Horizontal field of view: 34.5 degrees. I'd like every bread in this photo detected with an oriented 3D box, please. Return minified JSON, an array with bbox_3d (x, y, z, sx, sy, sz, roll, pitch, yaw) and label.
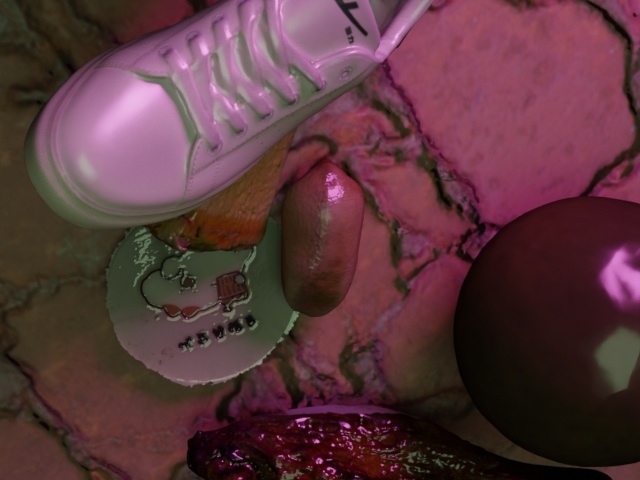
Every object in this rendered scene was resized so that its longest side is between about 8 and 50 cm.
[{"bbox_3d":[-0.098,-0.064,0.914,0.152,0.127,0.147,12,102,-51],"label":"bread"}]

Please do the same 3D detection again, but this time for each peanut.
[{"bbox_3d":[0.000,0.000,0.952,0.076,0.076,0.152,3,106,-10],"label":"peanut"}]

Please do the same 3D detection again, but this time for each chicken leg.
[{"bbox_3d":[0.074,0.212,0.985,0.406,0.158,0.096,5,92,6],"label":"chicken leg"}]

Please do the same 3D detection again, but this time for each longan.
[{"bbox_3d":[0.247,0.083,0.932,0.258,0.258,0.258,-3,109,-8],"label":"longan"}]

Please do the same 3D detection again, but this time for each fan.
[{"bbox_3d":[-0.126,-0.016,0.957,0.190,0.009,0.329,-19,109,-7],"label":"fan"}]

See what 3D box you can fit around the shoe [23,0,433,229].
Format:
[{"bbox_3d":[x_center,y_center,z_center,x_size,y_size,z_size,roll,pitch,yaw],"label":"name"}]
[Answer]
[{"bbox_3d":[-0.041,-0.130,0.754,0.363,0.160,0.132,-41,105,-38],"label":"shoe"}]
